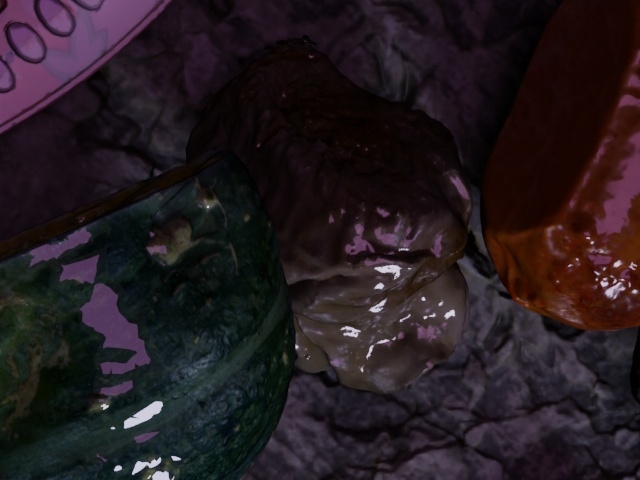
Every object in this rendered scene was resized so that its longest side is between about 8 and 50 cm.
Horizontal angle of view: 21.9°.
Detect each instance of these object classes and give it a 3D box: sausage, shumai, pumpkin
[{"bbox_3d":[0.210,-0.069,1.165,0.141,0.153,0.268,28,78,-40],"label":"sausage"},{"bbox_3d":[-0.002,0.002,1.109,0.184,0.218,0.185,-20,137,-42],"label":"shumai"},{"bbox_3d":[-0.140,0.083,0.974,0.263,0.293,0.197,-29,100,-27],"label":"pumpkin"}]

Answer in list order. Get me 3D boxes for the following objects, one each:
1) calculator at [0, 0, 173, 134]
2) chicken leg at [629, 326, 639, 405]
[{"bbox_3d":[-0.201,-0.214,1.095,0.329,0.048,0.220,-45,102,-13],"label":"calculator"},{"bbox_3d":[0.257,0.054,1.195,0.070,0.093,0.178,3,57,-4],"label":"chicken leg"}]
